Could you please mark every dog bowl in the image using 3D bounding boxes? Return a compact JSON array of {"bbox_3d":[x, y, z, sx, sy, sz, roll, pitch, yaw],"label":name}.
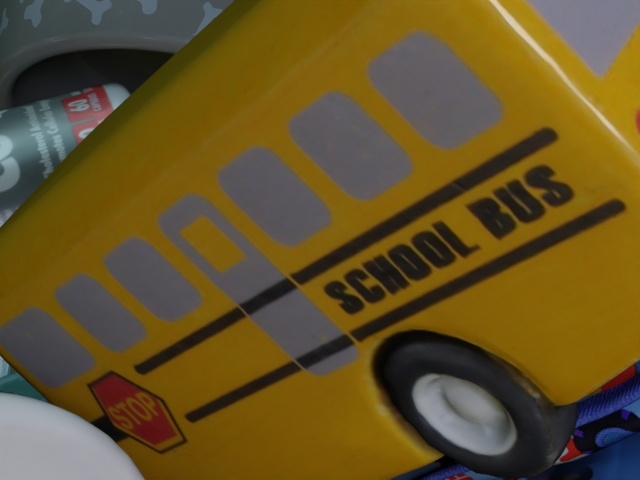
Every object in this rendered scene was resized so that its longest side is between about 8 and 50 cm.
[{"bbox_3d":[-0.094,-0.116,1.337,0.349,0.102,0.349,9,-23,4],"label":"dog bowl"}]

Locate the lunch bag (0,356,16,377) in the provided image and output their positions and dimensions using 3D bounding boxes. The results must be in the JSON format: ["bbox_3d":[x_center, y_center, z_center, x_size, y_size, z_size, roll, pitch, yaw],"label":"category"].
[{"bbox_3d":[-0.188,0.079,0.964,0.071,0.053,0.083,-14,15,19],"label":"lunch bag"}]

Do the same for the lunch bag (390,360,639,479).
[{"bbox_3d":[0.144,0.011,0.529,0.293,0.138,0.221,-19,21,40],"label":"lunch bag"}]

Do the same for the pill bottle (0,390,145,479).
[{"bbox_3d":[-0.136,0.097,0.534,0.118,0.117,0.208,-19,9,-28],"label":"pill bottle"}]

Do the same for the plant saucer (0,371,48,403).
[{"bbox_3d":[-0.084,0.085,0.786,0.318,0.043,0.317,-14,8,2],"label":"plant saucer"}]

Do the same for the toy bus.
[{"bbox_3d":[0.000,0.000,0.492,0.333,0.130,0.108,-32,18,54],"label":"toy bus"}]

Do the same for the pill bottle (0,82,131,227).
[{"bbox_3d":[-0.252,0.000,1.205,0.283,0.161,0.161,-16,9,-11],"label":"pill bottle"}]
